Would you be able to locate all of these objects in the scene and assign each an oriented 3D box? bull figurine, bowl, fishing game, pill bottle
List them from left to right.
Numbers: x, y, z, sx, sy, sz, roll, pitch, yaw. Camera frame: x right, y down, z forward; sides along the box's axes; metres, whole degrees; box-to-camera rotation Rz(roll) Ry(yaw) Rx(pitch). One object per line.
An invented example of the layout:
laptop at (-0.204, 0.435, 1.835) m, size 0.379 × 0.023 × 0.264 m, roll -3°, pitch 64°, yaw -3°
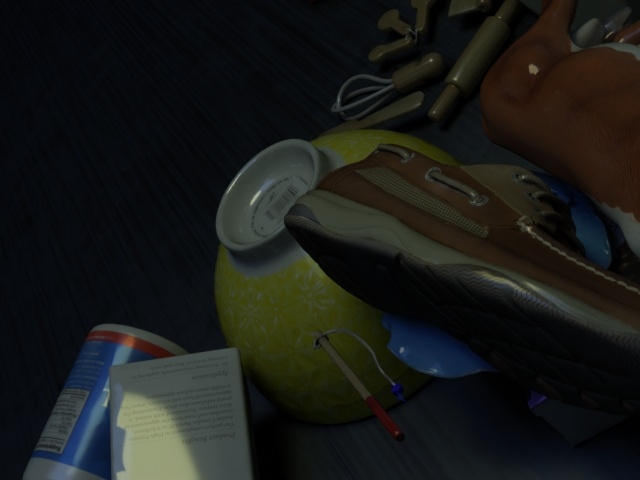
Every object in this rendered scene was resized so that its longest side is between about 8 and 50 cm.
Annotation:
pill bottle at (-0.203, 0.201, 0.955) m, size 0.124 × 0.124 × 0.222 m, roll -6°, pitch 55°, yaw 42°
bowl at (0.000, 0.000, 0.903) m, size 0.289 × 0.156 × 0.290 m, roll -26°, pitch 42°, yaw 26°
fishing game at (0.122, 0.025, 0.737) m, size 0.264 × 0.041 × 0.189 m, roll -41°, pitch 38°, yaw -3°
bull figurine at (0.217, -0.082, 0.642) m, size 0.188 × 0.101 × 0.310 m, roll -54°, pitch 38°, yaw 6°

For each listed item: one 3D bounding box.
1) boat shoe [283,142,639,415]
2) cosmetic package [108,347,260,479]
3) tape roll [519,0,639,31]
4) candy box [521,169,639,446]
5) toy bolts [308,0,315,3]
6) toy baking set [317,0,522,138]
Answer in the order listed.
boat shoe at (0.108, 0.003, 0.649) m, size 0.116 × 0.123 × 0.324 m, roll -49°, pitch 44°, yaw -15°
cosmetic package at (-0.106, 0.209, 0.821) m, size 0.117 × 0.085 × 0.231 m, roll -8°, pitch 55°, yaw -1°
tape roll at (0.191, -0.302, 0.871) m, size 0.100 × 0.286 × 0.286 m, roll -46°, pitch 37°, yaw 3°
candy box at (0.209, 0.023, 0.740) m, size 0.164 × 0.070 × 0.196 m, roll -34°, pitch 39°, yaw 20°
toy bolts at (-0.016, -0.434, 1.302) m, size 0.218 × 0.158 × 0.229 m, roll -6°, pitch 53°, yaw 42°
toy baking set at (0.103, -0.184, 1.073) m, size 0.196 × 0.030 × 0.256 m, roll 13°, pitch 67°, yaw 53°
